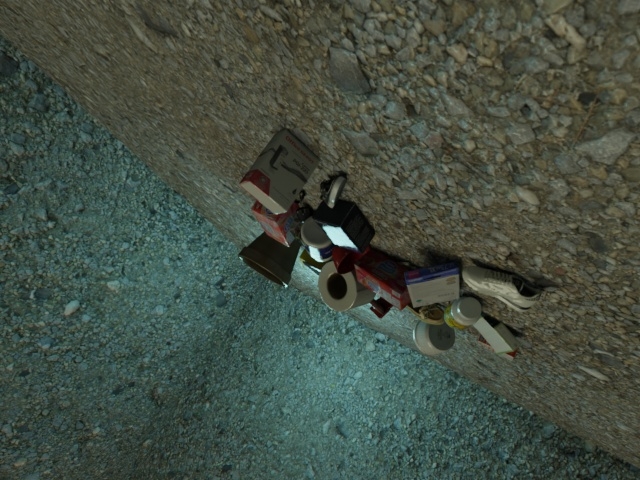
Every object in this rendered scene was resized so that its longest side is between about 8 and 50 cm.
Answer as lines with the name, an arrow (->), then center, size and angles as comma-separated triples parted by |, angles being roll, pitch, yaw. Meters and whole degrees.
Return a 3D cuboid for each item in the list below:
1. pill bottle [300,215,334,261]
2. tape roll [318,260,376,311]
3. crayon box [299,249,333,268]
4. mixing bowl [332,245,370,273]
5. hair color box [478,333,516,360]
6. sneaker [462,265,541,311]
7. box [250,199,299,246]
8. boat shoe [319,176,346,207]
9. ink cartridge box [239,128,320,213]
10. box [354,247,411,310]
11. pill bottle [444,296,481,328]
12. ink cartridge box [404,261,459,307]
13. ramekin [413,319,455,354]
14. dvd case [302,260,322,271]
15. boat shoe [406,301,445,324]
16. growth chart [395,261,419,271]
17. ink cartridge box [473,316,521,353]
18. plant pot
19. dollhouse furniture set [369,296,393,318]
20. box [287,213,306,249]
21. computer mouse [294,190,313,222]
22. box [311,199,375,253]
pill bottle -> 0.000, 0.000, 1.875 | 0.153, 0.153, 0.264 | 29, 165, 14
tape roll -> 0.132, 0.208, 2.002 | 0.246, 0.245, 0.169 | 20, -162, 40
crayon box -> -0.014, 0.148, 2.515 | 0.203, 0.083, 0.323 | 28, 164, 14
mixing bowl -> 0.119, 0.053, 1.823 | 0.098, 0.182, 0.181 | 50, 175, 28
hair color box -> 0.841, 0.504, 1.972 | 0.167, 0.053, 0.093 | 23, 164, 28
sneaker -> 0.570, 0.133, 1.311 | 0.235, 0.090, 0.094 | 25, 151, 15
box -> -0.189, -0.109, 1.910 | 0.142, 0.154, 0.300 | 28, 165, 16
boat shoe -> 0.033, -0.174, 1.417 | 0.076, 0.080, 0.228 | 30, 173, 2
ink cartridge box -> -0.125, -0.216, 1.309 | 0.159, 0.217, 0.092 | 40, 158, -25
box -> 0.280, 0.161, 1.762 | 0.257, 0.123, 0.128 | 33, 152, 36
pill bottle -> 0.585, 0.295, 1.697 | 0.118, 0.117, 0.208 | 29, 165, 13
ink cartridge box -> 0.417, 0.161, 1.540 | 0.186, 0.065, 0.311 | -14, 152, 11
ramekin -> 0.595, 0.486, 2.141 | 0.207, 0.207, 0.109 | 35, 155, -9
dvd case -> 0.009, 0.189, 2.374 | 0.221, 0.018, 0.164 | 18, 161, 50
boat shoe -> 0.474, 0.316, 2.016 | 0.286, 0.104, 0.089 | 25, 166, 29
growth chart -> 0.421, 0.156, 1.777 | 0.237, 0.021, 0.172 | 34, 166, -5
ink cartridge box -> 0.735, 0.380, 1.796 | 0.235, 0.056, 0.171 | 52, 170, 16
plant pot -> -0.253, 0.061, 2.335 | 0.323, 0.280, 0.323 | 31, 166, 9
dollhouse furniture set -> 0.230, 0.237, 2.259 | 0.201, 0.152, 0.374 | 43, 179, -36
box -> -0.077, -0.049, 1.952 | 0.036, 0.114, 0.207 | 24, 164, 28
computer mouse -> -0.074, -0.135, 1.754 | 0.071, 0.041, 0.242 | -11, 154, 3
box -> 0.091, -0.058, 1.591 | 0.153, 0.108, 0.207 | 19, 161, 42
